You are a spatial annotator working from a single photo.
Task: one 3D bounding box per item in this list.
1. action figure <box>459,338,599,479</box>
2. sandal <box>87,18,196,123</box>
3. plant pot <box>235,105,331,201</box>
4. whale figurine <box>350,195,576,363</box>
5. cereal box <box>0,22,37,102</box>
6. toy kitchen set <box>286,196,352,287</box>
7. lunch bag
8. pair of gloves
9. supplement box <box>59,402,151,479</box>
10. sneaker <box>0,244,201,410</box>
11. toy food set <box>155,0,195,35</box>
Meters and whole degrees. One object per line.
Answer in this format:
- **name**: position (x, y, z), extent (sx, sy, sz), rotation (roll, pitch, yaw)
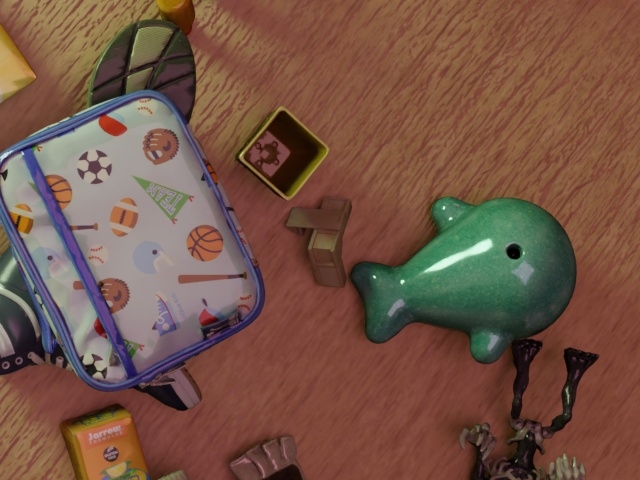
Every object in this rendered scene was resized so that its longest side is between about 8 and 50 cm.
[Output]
- **action figure**: position (0.252, 0.260, 1.782), extent (0.164, 0.141, 0.276), rotation (13, 86, 13)
- **sandal**: position (-0.215, -0.107, 1.656), extent (0.120, 0.086, 0.303), rotation (3, 108, -16)
- **plant pot**: position (-0.053, -0.102, 1.701), extent (0.081, 0.083, 0.081), rotation (41, 80, -15)
- **whale figurine**: position (0.177, 0.042, 1.744), extent (0.272, 0.141, 0.216), rotation (-12, 76, -5)
- **cereal box**: position (-0.460, -0.183, 1.587), extent (0.240, 0.047, 0.173), rotation (-37, 103, -13)
- **toy kitchen set**: position (0.000, 0.000, 1.756), extent (0.068, 0.075, 0.083), rotation (5, 52, 18)
- **lunch bag**: position (-0.211, 0.009, 1.549), extent (0.243, 0.115, 0.303), rotation (-25, 94, -12)
- **pair of gloves**: position (-0.086, 0.348, 1.678), extent (0.240, 0.042, 0.204), rotation (-13, 80, -43)
- **supplement box**: position (-0.230, 0.313, 1.671), extent (0.078, 0.080, 0.233), rotation (-18, 96, -17)
- **sneaker**: position (-0.277, 0.130, 1.635), extent (0.282, 0.099, 0.153), rotation (44, 78, -10)
- **toy food set**: position (-0.155, -0.360, 1.667), extent (0.111, 0.104, 0.232), rotation (-13, 79, -3)
